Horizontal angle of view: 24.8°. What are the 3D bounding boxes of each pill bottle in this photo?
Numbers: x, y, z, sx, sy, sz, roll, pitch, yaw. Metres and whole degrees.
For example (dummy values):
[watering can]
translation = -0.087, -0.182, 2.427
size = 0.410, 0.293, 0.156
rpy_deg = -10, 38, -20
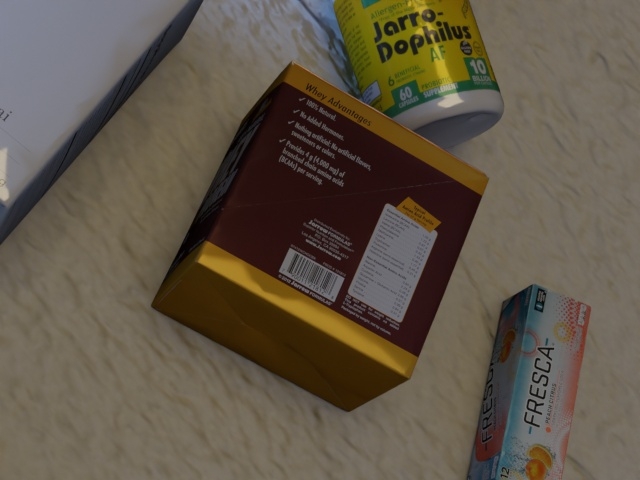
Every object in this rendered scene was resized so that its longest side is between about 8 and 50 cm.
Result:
[pill bottle]
translation = 0.077, -0.189, 1.282
size = 0.118, 0.117, 0.208
rpy_deg = -11, 77, -25

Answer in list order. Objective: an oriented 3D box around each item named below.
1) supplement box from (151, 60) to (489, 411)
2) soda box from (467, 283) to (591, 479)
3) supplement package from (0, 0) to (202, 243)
[supplement box]
translation = 0.000, 0.000, 1.177
size = 0.191, 0.129, 0.194
rpy_deg = 29, 64, -10
[soda box]
translation = 0.179, 0.135, 1.245
size = 0.063, 0.058, 0.183
rpy_deg = 22, 65, -14
[supplement package]
translation = -0.231, -0.153, 1.108
size = 0.177, 0.175, 0.293
rpy_deg = 38, 62, -5
